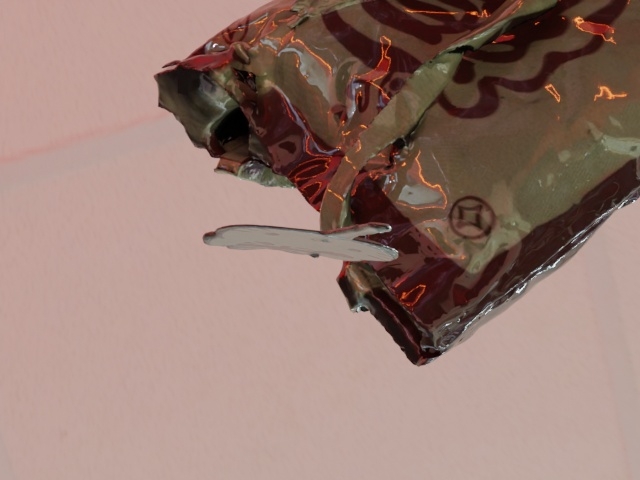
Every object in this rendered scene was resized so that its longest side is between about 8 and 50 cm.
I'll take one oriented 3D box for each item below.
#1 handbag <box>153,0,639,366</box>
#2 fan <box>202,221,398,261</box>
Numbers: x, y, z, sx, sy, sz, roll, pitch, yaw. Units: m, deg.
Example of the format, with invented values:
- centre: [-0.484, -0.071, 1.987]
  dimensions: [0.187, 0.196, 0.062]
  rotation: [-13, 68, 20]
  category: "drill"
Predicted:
- centre: [0.074, -0.064, 0.785]
  dimensions: [0.235, 0.213, 0.127]
  rotation: [-32, -40, -21]
  category: "handbag"
- centre: [0.000, 0.000, 0.525]
  dimensions: [0.056, 0.083, 0.004]
  rotation: [9, -99, -21]
  category: "fan"
